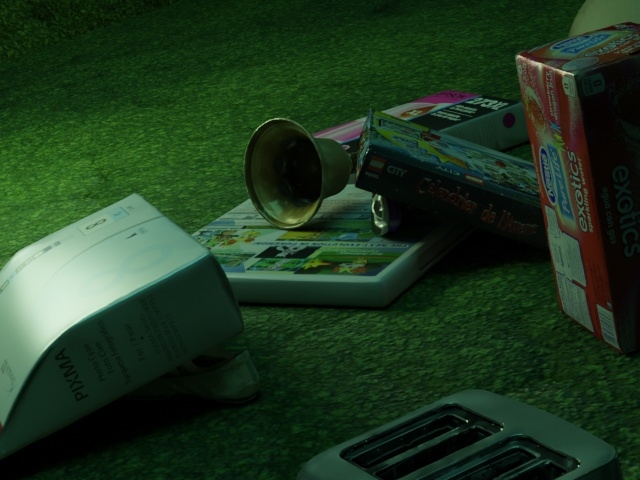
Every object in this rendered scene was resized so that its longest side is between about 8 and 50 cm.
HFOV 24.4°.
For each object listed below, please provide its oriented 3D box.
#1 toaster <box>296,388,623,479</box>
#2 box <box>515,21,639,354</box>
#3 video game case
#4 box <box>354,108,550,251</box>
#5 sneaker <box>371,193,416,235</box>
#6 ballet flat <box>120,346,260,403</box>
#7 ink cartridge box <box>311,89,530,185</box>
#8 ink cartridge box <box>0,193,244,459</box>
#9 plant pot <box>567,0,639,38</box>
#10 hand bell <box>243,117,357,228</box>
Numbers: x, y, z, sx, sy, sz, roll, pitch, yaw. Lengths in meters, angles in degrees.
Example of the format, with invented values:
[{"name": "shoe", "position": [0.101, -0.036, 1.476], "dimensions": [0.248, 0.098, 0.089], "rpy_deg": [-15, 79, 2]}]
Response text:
[{"name": "toaster", "position": [0.097, 0.183, 0.925], "dimensions": [0.185, 0.110, 0.168], "rpy_deg": [-20, 20, -25]}, {"name": "box", "position": [0.267, -0.049, 1.287], "dimensions": [0.122, 0.257, 0.128], "rpy_deg": [-17, 18, -12]}, {"name": "video game case", "position": [0.000, 0.000, 1.675], "dimensions": [0.329, 0.036, 0.300], "rpy_deg": [1, 21, 32]}, {"name": "box", "position": [0.153, -0.064, 1.571], "dimensions": [0.233, 0.044, 0.159], "rpy_deg": [18, 21, -4]}, {"name": "sneaker", "position": [0.097, -0.057, 1.630], "dimensions": [0.071, 0.068, 0.170], "rpy_deg": [7, 26, 14]}, {"name": "ballet flat", "position": [-0.128, 0.117, 1.366], "dimensions": [0.168, 0.052, 0.057], "rpy_deg": [-2, 22, 29]}, {"name": "ink cartridge box", "position": [0.142, -0.138, 1.971], "dimensions": [0.371, 0.069, 0.176], "rpy_deg": [-18, 18, -25]}, {"name": "ink cartridge box", "position": [-0.292, 0.096, 1.391], "dimensions": [0.385, 0.091, 0.308], "rpy_deg": [-26, 20, -13]}, {"name": "plant pot", "position": [0.358, -0.110, 1.496], "dimensions": [0.256, 0.256, 0.274], "rpy_deg": [-5, 35, 22]}, {"name": "hand bell", "position": [0.038, -0.092, 1.751], "dimensions": [0.126, 0.126, 0.242], "rpy_deg": [5, 12, 42]}]
